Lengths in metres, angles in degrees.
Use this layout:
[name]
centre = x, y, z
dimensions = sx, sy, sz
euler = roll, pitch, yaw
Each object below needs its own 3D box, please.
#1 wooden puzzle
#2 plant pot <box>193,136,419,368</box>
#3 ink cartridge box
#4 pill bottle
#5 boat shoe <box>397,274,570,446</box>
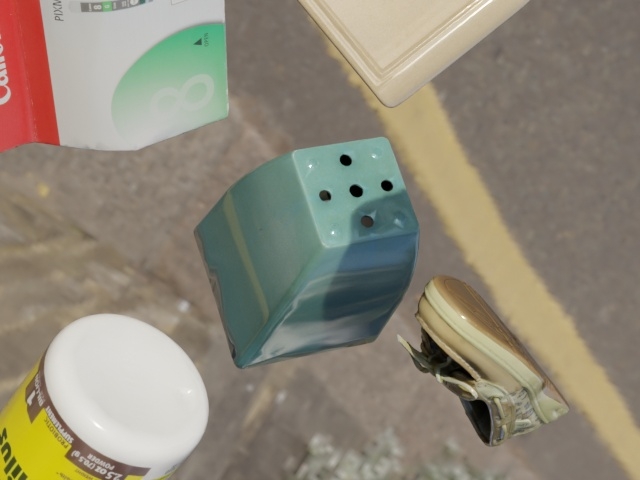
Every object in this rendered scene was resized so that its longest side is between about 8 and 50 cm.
[wooden puzzle]
centre = 0.086, -0.301, 1.894
dimensions = 0.221, 0.238, 0.044
euler = -39, 180, -6
[plant pot]
centre = 0.000, 0.000, 1.698
dimensions = 0.166, 0.165, 0.234
euler = -10, 160, -24
[ink cartridge box]
centre = -0.177, -0.134, 1.249
dimensions = 0.225, 0.056, 0.181
euler = -24, 143, -20
[pill bottle]
centre = -0.173, 0.154, 1.152
dimensions = 0.117, 0.117, 0.215
euler = -21, 157, -50
[boat shoe]
centre = 0.140, 0.119, 1.486
dimensions = 0.089, 0.104, 0.285
euler = -38, 145, 5
